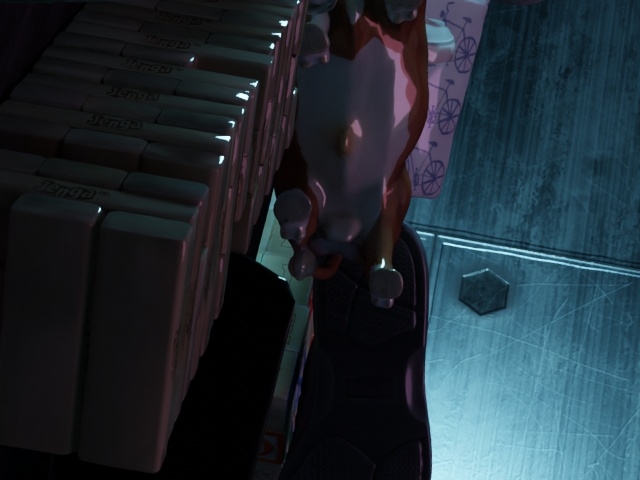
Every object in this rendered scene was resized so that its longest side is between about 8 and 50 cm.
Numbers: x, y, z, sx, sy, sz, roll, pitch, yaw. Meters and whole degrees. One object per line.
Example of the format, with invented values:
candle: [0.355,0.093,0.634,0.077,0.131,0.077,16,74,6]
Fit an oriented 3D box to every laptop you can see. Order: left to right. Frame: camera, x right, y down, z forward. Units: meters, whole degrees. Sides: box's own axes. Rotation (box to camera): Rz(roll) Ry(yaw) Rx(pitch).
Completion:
laptop: [-0.049,0.099,0.956,0.264,0.136,0.234,-12,118,-68]

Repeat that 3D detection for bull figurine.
bull figurine: [0.017,-0.111,1.182,0.188,0.101,0.310,-85,174,-69]

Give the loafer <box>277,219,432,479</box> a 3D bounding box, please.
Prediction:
loafer: [0.030,0.125,1.380,0.095,0.109,0.303,-71,168,-82]

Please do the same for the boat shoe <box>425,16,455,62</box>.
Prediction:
boat shoe: [0.038,-0.162,1.337,0.184,0.066,0.063,3,102,-48]

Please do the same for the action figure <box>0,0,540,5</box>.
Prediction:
action figure: [0.003,-0.119,0.576,0.063,0.232,0.137,-70,169,-68]

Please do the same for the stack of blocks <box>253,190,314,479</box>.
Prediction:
stack of blocks: [-0.042,0.047,1.499,0.171,0.087,0.297,94,7,-50]

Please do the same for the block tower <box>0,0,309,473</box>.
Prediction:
block tower: [-0.071,-0.033,0.785,0.335,0.091,0.097,-73,173,-68]

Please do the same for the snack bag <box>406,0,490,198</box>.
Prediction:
snack bag: [0.046,-0.205,1.419,0.323,0.037,0.343,7,97,-59]

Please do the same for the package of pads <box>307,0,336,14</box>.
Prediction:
package of pads: [-0.009,-0.289,0.974,0.296,0.101,0.229,95,6,-52]
